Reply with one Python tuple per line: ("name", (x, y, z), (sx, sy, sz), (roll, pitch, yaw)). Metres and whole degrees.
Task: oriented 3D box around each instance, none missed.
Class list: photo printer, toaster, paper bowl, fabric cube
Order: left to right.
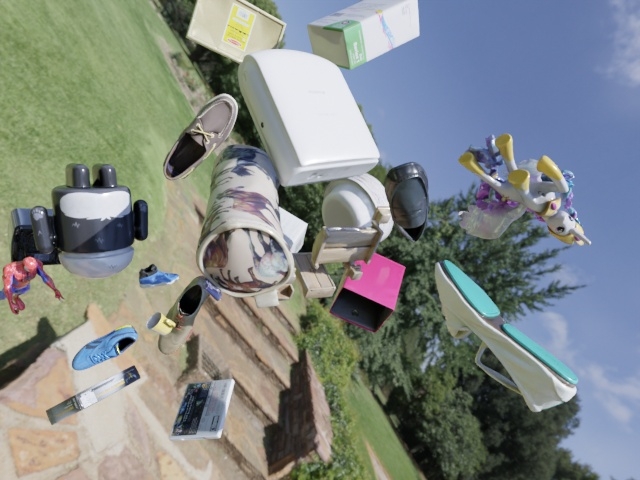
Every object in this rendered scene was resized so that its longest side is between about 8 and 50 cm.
("toaster", (-0.895, -0.005, 1.296), (0.185, 0.168, 0.110), (-3, 40, -44))
("photo printer", (-0.028, -0.281, 0.902), (0.107, 0.256, 0.308), (-35, -107, 49))
("paper bowl", (0.118, -0.099, 1.503), (0.284, 0.148, 0.284), (27, -50, 38))
("fabric cube", (0.220, 0.237, 1.953), (0.254, 0.258, 0.259), (23, -40, 1))

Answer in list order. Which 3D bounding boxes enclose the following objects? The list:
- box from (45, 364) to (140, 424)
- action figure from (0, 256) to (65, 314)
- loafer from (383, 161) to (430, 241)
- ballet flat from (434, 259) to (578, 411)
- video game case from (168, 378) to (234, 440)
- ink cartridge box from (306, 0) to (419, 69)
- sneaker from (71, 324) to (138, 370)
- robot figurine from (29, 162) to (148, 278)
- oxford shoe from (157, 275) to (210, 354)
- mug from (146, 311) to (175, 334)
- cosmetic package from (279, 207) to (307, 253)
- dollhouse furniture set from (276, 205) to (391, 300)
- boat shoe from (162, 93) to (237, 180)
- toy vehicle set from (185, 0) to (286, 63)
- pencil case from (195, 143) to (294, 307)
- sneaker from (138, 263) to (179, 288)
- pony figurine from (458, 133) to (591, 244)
("box", (-0.765, 0.522, 1.387), (0.056, 0.183, 0.231), (62, 23, 5))
("action figure", (-0.730, 0.141, 1.007), (0.091, 0.280, 0.139), (-23, 76, -52))
("loafer", (0.159, -0.061, 0.714), (0.223, 0.076, 0.078), (55, 20, -66))
("ballet flat", (0.377, 0.213, 0.937), (0.400, 0.139, 0.139), (50, -6, 36))
("video game case", (-0.378, 0.543, 1.314), (0.190, 0.173, 0.022), (-84, 159, -49))
("ink cartridge box", (0.132, -0.644, 1.249), (0.201, 0.278, 0.117), (40, -24, 46))
("sneaker", (-0.680, 0.348, 1.287), (0.082, 0.209, 0.069), (33, -31, 54))
("robot figurine", (-0.549, -0.046, 0.992), (0.173, 0.209, 0.278), (-108, -161, -77))
("oxford shoe", (-0.548, 0.297, 1.593), (0.123, 0.348, 0.130), (26, 1, -3))
("mug", (-0.509, 0.275, 1.309), (0.078, 0.062, 0.064), (18, -26, 46))
("cosmetic package", (-0.267, -0.071, 1.900), (0.385, 0.156, 0.217), (29, -30, 8))
("dollhouse furniture set", (0.000, 0.000, 1.274), (0.174, 0.303, 0.356), (61, -38, 40))
("boat shoe", (-0.378, -0.316, 1.277), (0.116, 0.324, 0.097), (41, 18, -20))
("toy vehicle set", (-0.253, -0.639, 1.242), (0.266, 0.166, 0.035), (17, 12, -28))
("pencil case", (-0.149, -0.055, 0.826), (0.410, 0.159, 0.184), (-105, -169, -57))
("sneaker", (-0.636, 0.132, 1.609), (0.058, 0.152, 0.085), (33, -54, 54))
("pony figurine", (0.544, -0.134, 1.134), (0.363, 0.303, 0.351), (36, 6, -33))
